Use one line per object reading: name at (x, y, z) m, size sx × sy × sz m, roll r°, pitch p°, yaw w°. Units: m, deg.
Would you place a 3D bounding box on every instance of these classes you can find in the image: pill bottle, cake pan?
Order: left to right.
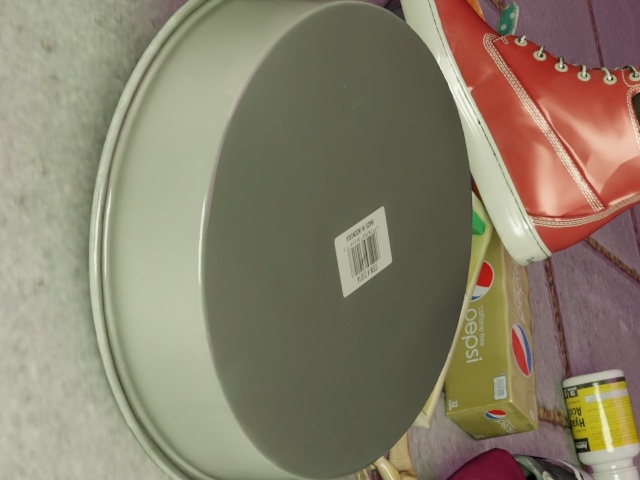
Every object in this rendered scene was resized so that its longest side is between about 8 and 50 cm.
cake pan at (0.000, 0.000, 0.632) m, size 0.293 × 0.054 × 0.293 m, roll -11°, pitch 103°, yaw -54°
pill bottle at (0.292, 0.194, 1.200) m, size 0.065 × 0.065 × 0.116 m, roll 10°, pitch 66°, yaw -62°

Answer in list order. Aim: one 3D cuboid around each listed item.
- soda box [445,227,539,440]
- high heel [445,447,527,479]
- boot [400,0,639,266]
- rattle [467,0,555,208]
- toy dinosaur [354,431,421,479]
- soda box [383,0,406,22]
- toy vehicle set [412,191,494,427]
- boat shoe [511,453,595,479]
soda box at (0.140, 0.070, 0.978) m, size 0.061 × 0.058 × 0.181 m, roll 44°, pitch 39°, yaw -46°
high heel at (0.179, 0.333, 0.814) m, size 0.181 × 0.127 × 0.377 m, roll -43°, pitch 112°, yaw -50°
boot at (0.171, -0.126, 0.847) m, size 0.244 × 0.176 × 0.088 m, roll 64°, pitch 15°, yaw 9°
rattle at (0.175, -0.136, 1.157) m, size 0.199 × 0.130 × 0.142 m, roll -116°, pitch -177°, yaw -53°
toy dinosaur at (0.048, 0.160, 0.723) m, size 0.093 × 0.053 × 0.183 m, roll 17°, pitch 49°, yaw -41°
soda box at (0.075, -0.159, 0.975) m, size 0.063 × 0.058 × 0.183 m, roll 64°, pitch 27°, yaw -19°
toy vehicle set at (0.024, -0.004, 0.744) m, size 0.267 × 0.035 × 0.166 m, roll 43°, pitch 61°, yaw -48°
boat shoe at (0.198, 0.311, 0.897) m, size 0.105 × 0.113 × 0.306 m, roll 26°, pitch 50°, yaw -49°
